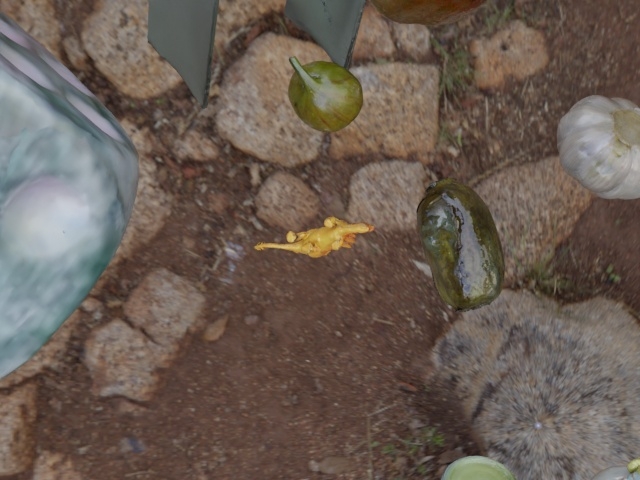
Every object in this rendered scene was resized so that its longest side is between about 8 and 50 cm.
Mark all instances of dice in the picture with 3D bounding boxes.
[{"bbox_3d":[-0.404,-0.071,0.874,0.348,0.328,0.330,-50,40,0],"label":"dice"}]

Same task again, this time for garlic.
[{"bbox_3d":[0.547,-0.173,1.686,0.228,0.152,0.227,10,50,-12],"label":"garlic"}]

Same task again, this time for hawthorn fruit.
[{"bbox_3d":[0.216,-0.525,1.573,0.301,0.268,0.267,-2,74,57],"label":"hawthorn fruit"}]

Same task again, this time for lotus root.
[{"bbox_3d":[0.293,0.006,1.825,0.152,0.160,0.274,-13,80,-22],"label":"lotus root"}]

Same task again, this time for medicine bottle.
[{"bbox_3d":[0.284,0.489,1.615,0.147,0.143,0.147,0,37,0],"label":"medicine bottle"}]

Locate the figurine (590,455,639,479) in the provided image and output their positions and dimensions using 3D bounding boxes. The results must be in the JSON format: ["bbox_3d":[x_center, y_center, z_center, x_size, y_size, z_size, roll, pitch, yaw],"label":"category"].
[{"bbox_3d":[0.605,0.432,1.576,0.236,0.155,0.127,-31,42,22],"label":"figurine"}]

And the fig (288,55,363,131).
[{"bbox_3d":[0.002,-0.161,0.973,0.082,0.098,0.084,-25,83,17],"label":"fig"}]

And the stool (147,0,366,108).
[{"bbox_3d":[-0.077,-0.348,1.166,0.244,0.269,0.170,-21,56,-28],"label":"stool"}]

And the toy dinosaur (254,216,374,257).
[{"bbox_3d":[0.000,0.000,1.777,0.288,0.117,0.070,-14,79,39],"label":"toy dinosaur"}]
